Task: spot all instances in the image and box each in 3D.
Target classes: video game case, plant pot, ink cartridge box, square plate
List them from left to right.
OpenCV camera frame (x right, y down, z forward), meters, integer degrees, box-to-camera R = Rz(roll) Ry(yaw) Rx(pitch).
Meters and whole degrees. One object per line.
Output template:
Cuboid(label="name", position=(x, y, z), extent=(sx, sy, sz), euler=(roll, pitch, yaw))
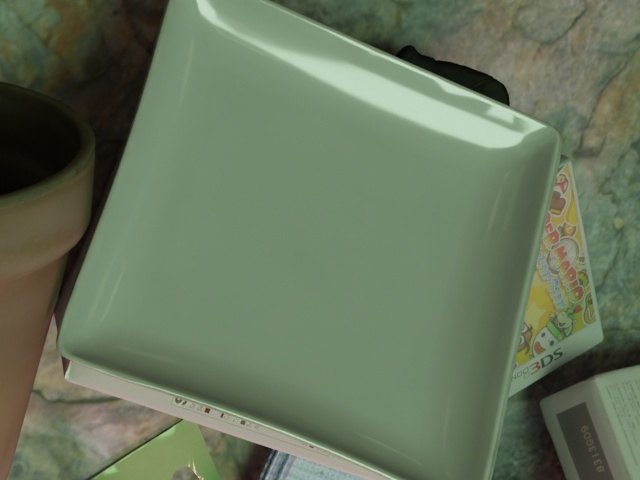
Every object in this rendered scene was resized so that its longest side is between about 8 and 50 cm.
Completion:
Cuboid(label="plant pot", position=(-0.323, 0.055, 1.401), extent=(0.323, 0.323, 0.280), euler=(-10, 114, -30))
Cuboid(label="ink cartridge box", position=(-0.178, 0.289, 1.788), extent=(0.235, 0.056, 0.171), euler=(-30, 124, -17))
Cuboid(label="square plate", position=(0.000, 0.000, 1.505), extent=(0.347, 0.049, 0.344), euler=(22, 63, -14))
Cuboid(label="video game case", position=(0.180, 0.054, 1.937), extent=(0.206, 0.026, 0.227), euler=(-29, 124, -21))
Cuboid(label="ink cartridge box", position=(0.424, 0.273, 2.069), extent=(0.385, 0.091, 0.308), euler=(-6, 71, -46))

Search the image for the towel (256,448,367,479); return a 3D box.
Cuboid(label="towel", position=(0.019, 0.276, 1.871), extent=(0.209, 0.034, 0.285), euler=(22, 90, -20))

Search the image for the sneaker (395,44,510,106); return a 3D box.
Cuboid(label="sneaker", position=(0.096, -0.026, 1.763), extent=(0.130, 0.109, 0.286), euler=(11, 110, -1))

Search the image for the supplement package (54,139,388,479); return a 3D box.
Cuboid(label="supplement package", position=(-0.053, 0.058, 1.626), extent=(0.293, 0.177, 0.175), euler=(20, 101, -14))
